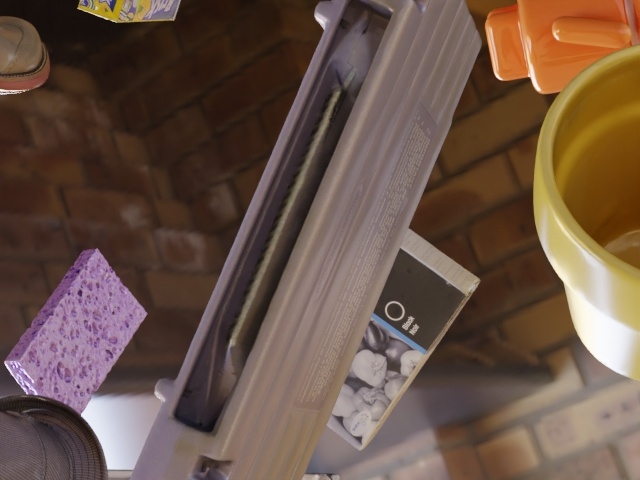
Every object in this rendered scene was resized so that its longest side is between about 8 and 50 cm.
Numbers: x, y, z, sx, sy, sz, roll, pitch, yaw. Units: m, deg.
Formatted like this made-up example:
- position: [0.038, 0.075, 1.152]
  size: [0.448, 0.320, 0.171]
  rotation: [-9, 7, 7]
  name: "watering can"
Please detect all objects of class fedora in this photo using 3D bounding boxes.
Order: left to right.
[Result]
- position: [-0.344, 0.232, 1.419]
  size: [0.243, 0.275, 0.124]
  rotation: [-53, 129, -11]
  name: "fedora"

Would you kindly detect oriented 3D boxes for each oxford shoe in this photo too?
- position: [-0.345, -0.200, 1.431]
  size: [0.123, 0.130, 0.348]
  rotation: [-3, -167, 7]
  name: "oxford shoe"

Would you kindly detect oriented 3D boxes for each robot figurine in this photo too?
- position: [0.289, -0.227, 1.593]
  size: [0.219, 0.128, 0.158]
  rotation: [-10, 156, 11]
  name: "robot figurine"

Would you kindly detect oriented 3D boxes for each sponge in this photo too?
- position: [-0.296, 0.118, 1.825]
  size: [0.031, 0.117, 0.210]
  rotation: [-12, -147, 34]
  name: "sponge"

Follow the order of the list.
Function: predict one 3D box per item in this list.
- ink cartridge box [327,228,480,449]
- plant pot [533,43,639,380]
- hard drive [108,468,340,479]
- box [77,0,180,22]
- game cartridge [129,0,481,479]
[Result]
- position: [0.011, 0.059, 1.412]
  size: [0.206, 0.208, 0.045]
  rotation: [-59, 168, 27]
  name: "ink cartridge box"
- position: [0.302, -0.001, 1.265]
  size: [0.254, 0.254, 0.239]
  rotation: [-17, 148, -8]
  name: "plant pot"
- position: [-0.146, 0.377, 1.686]
  size: [0.339, 0.237, 0.064]
  rotation: [5, 170, -16]
  name: "hard drive"
- position: [-0.215, -0.289, 1.731]
  size: [0.169, 0.054, 0.059]
  rotation: [-30, 141, -71]
  name: "box"
- position: [0.000, 0.000, 0.928]
  size: [0.068, 0.355, 0.230]
  rotation: [22, 177, 11]
  name: "game cartridge"
